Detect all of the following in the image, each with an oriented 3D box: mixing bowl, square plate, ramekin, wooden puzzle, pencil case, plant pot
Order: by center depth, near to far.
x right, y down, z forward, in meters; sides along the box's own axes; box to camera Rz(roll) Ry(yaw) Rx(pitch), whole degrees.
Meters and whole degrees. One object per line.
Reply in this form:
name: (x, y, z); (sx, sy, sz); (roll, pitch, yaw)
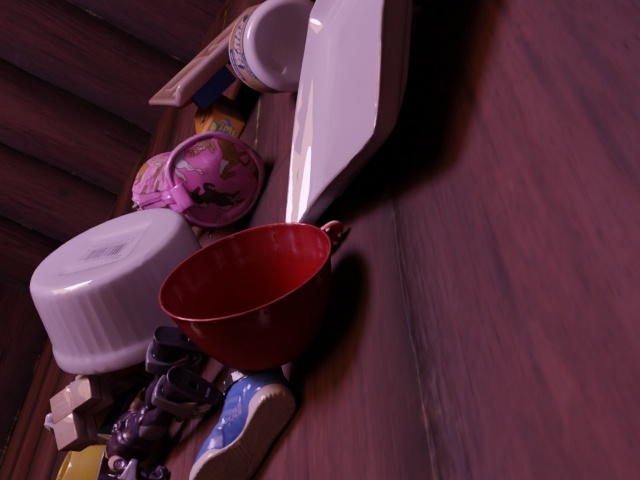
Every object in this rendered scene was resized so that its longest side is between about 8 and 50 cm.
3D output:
mixing bowl: (-0.063, 0.068, 0.910); (0.181, 0.098, 0.181); (-14, 25, 7)
square plate: (0.034, -0.199, 1.012); (0.347, 0.049, 0.344); (132, 146, -66)
ramekin: (-0.293, 0.064, 1.338); (0.277, 0.135, 0.277); (-18, 23, 8)
plant pot: (-0.356, 0.373, 1.392); (0.134, 0.095, 0.134); (-53, 21, 31)
pencil case: (-0.221, -0.096, 1.553); (0.167, 0.160, 0.386); (-66, 18, -9)
wooden puzzle: (-0.204, -0.381, 1.896); (0.322, 0.080, 0.348); (-45, 17, -10)

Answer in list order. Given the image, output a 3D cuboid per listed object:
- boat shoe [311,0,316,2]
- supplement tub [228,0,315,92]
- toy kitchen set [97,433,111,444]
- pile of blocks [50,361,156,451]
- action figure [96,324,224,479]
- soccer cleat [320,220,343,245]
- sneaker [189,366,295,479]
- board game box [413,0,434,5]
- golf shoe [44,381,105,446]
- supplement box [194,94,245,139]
boat shoe: (0.009, -0.409, 1.361); (0.110, 0.121, 0.341); (-62, 1, 6)
supplement tub: (-0.066, -0.305, 1.417); (0.144, 0.144, 0.199); (-64, 17, 0)
toy kitchen set: (-0.340, 0.290, 1.479); (0.075, 0.083, 0.068); (-49, 23, 40)
pile of blocks: (-0.295, 0.198, 1.406); (0.112, 0.149, 0.362); (-34, 20, 22)
action figure: (-0.226, 0.243, 1.215); (0.285, 0.099, 0.185); (-54, 27, 41)
soccer cleat: (0.000, 0.000, 0.999); (0.036, 0.029, 0.083); (-88, 24, -43)
sneaker: (-0.084, 0.188, 0.924); (0.152, 0.058, 0.084); (-54, 25, 17)
board game box: (0.109, -0.417, 1.068); (0.165, 0.042, 0.243); (94, 173, -47)
golf shoe: (-0.397, 0.290, 1.593); (0.273, 0.120, 0.105); (-52, 20, 32)
supplement box: (-0.216, -0.255, 1.897); (0.078, 0.080, 0.233); (-60, 16, 14)
